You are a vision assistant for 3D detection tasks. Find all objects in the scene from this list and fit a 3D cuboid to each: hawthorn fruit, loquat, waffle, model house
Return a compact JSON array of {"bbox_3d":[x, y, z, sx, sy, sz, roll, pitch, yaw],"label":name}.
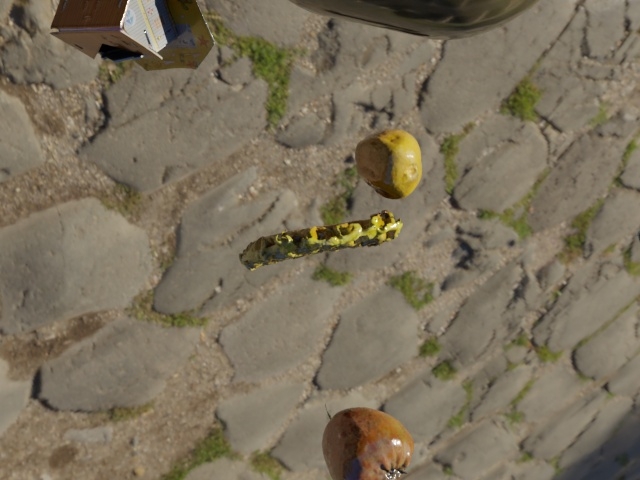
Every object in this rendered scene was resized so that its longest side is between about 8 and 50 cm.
[{"bbox_3d":[0.057,0.346,1.269,0.149,0.189,0.149,-14,106,-59],"label":"hawthorn fruit"},{"bbox_3d":[0.124,-0.143,1.436,0.113,0.137,0.137,-42,145,-31],"label":"loquat"},{"bbox_3d":[0.000,0.000,1.517,0.302,0.325,0.068,-11,90,-23],"label":"waffle"},{"bbox_3d":[-0.300,-0.328,1.207,0.136,0.219,0.207,-50,139,-40],"label":"model house"}]

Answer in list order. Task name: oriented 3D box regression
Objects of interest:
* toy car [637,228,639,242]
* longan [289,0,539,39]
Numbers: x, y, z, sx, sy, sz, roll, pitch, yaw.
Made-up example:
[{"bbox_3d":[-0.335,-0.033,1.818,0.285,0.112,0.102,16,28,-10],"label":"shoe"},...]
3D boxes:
[{"bbox_3d":[0.693,-0.003,1.452,0.056,0.205,0.095,-49,115,-19],"label":"toy car"},{"bbox_3d":[0.087,-0.356,0.737,0.361,0.361,0.361,-19,136,-19],"label":"longan"}]
